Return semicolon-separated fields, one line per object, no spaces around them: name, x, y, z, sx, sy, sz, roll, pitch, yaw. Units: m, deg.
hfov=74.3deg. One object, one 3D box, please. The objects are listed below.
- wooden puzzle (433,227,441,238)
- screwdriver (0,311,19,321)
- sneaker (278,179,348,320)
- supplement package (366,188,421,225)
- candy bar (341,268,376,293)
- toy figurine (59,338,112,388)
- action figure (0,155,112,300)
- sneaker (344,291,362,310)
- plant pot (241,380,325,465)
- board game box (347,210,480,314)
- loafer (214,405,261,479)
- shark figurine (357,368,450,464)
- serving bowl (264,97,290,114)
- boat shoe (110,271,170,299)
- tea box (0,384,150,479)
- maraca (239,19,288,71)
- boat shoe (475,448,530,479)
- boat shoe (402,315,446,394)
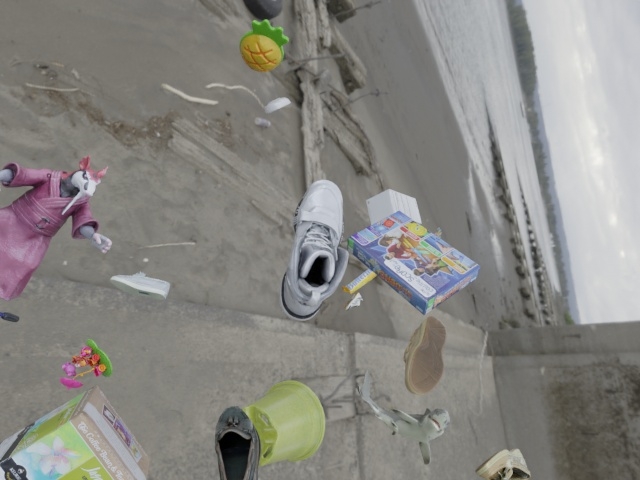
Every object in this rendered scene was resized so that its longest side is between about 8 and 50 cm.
wooden puzzle;0.401;-0.008;1.463;0.049;0.006;0.083;-31;137;-34
screwdriver;-0.955;0.211;1.233;0.024;0.025;0.170;-55;159;-14
sneaker;0.000;0.000;0.992;0.210;0.137;0.366;130;-26;-70
supplement package;0.262;-0.101;1.502;0.179;0.105;0.105;10;65;-46
candy bar;0.125;0.096;1.135;0.161;0.040;0.018;-32;120;-23
toy figurine;-0.932;0.496;1.643;0.159;0.130;0.173;-30;90;-54
action figure;-0.618;-0.044;0.937;0.370;0.275;0.248;-43;116;-10
sneaker;0.109;0.203;1.359;0.083;0.031;0.037;-41;99;-40
plant pot;-0.161;0.637;1.436;0.253;0.275;0.277;20;63;-62
board game box;0.164;0.031;0.770;0.136;0.201;0.035;-26;137;-25
loafer;-0.167;0.422;0.849;0.267;0.096;0.084;-124;-150;-64
shark figurine;0.220;0.441;1.075;0.116;0.278;0.167;-24;110;-40
serving bowl;-0.131;-0.405;1.256;0.027;0.083;0.083;66;31;-19
boat shoe;-0.714;0.171;1.686;0.079;0.227;0.081;111;-6;-51
tea box;-0.757;0.695;1.287;0.329;0.323;0.220;61;-13;-12
maraca;-0.161;-0.547;1.191;0.127;0.185;0.099;16;70;-21
boat shoe;0.610;0.750;1.385;0.285;0.105;0.089;15;32;-41
boat shoe;0.348;0.403;1.447;0.121;0.110;0.341;43;38;0
